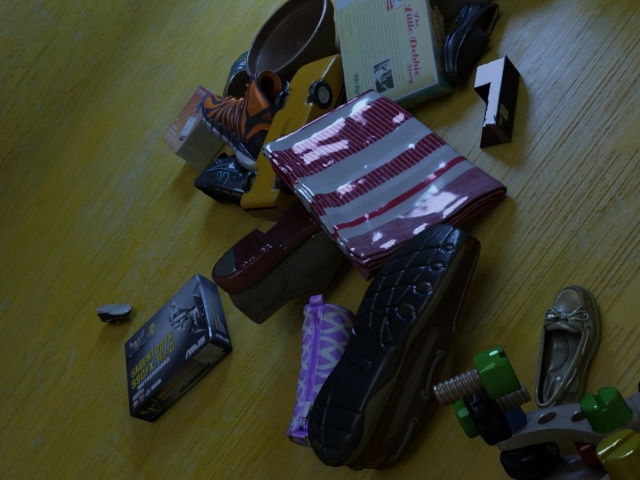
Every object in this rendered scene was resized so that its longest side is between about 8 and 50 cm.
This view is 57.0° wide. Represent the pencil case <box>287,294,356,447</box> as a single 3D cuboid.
[{"bbox_3d":[0.001,0.189,0.828,0.086,0.088,0.206,-18,50,34],"label":"pencil case"}]

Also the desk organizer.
[{"bbox_3d":[0.259,-0.207,0.882,0.050,0.047,0.130,-10,56,44],"label":"desk organizer"}]

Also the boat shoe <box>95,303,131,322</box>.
[{"bbox_3d":[-0.476,0.173,1.365,0.125,0.038,0.046,-6,17,37],"label":"boat shoe"}]

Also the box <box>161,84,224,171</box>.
[{"bbox_3d":[-0.295,-0.279,1.461,0.171,0.091,0.130,-53,39,3],"label":"box"}]

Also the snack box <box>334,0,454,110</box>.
[{"bbox_3d":[0.120,-0.388,1.045,0.187,0.060,0.322,-13,79,40],"label":"snack box"}]

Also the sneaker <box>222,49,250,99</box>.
[{"bbox_3d":[-0.197,-0.410,1.477,0.086,0.064,0.192,1,56,49],"label":"sneaker"}]

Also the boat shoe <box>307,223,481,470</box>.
[{"bbox_3d":[0.106,0.137,0.735,0.324,0.119,0.122,-60,27,0],"label":"boat shoe"}]

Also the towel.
[{"bbox_3d":[0.078,-0.108,0.887,0.237,0.037,0.329,-30,50,-12],"label":"towel"}]

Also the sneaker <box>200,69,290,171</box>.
[{"bbox_3d":[-0.144,-0.282,1.247,0.321,0.124,0.180,45,123,41],"label":"sneaker"}]

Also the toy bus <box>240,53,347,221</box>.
[{"bbox_3d":[-0.027,-0.184,1.089,0.108,0.130,0.333,-1,63,44],"label":"toy bus"}]

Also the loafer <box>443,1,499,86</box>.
[{"bbox_3d":[0.248,-0.330,0.972,0.061,0.062,0.170,1,65,41],"label":"loafer"}]

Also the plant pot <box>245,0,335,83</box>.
[{"bbox_3d":[-0.046,-0.422,1.296,0.237,0.109,0.238,-25,48,32],"label":"plant pot"}]

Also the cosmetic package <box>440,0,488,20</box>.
[{"bbox_3d":[0.255,-0.478,1.053,0.231,0.085,0.118,-10,57,39],"label":"cosmetic package"}]

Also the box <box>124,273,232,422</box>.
[{"bbox_3d":[-0.278,0.203,1.127,0.231,0.056,0.183,-42,41,15],"label":"box"}]

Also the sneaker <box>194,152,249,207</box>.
[{"bbox_3d":[-0.175,-0.128,1.226,0.267,0.101,0.106,21,77,50],"label":"sneaker"}]

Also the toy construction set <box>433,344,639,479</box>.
[{"bbox_3d":[0.278,0.210,0.457,0.237,0.257,0.309,-28,65,12],"label":"toy construction set"}]

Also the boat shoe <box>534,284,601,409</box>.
[{"bbox_3d":[0.265,0.115,0.643,0.056,0.048,0.153,3,66,46],"label":"boat shoe"}]

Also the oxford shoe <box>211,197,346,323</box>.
[{"bbox_3d":[0.000,0.000,0.952,0.348,0.130,0.123,-33,28,-3],"label":"oxford shoe"}]
